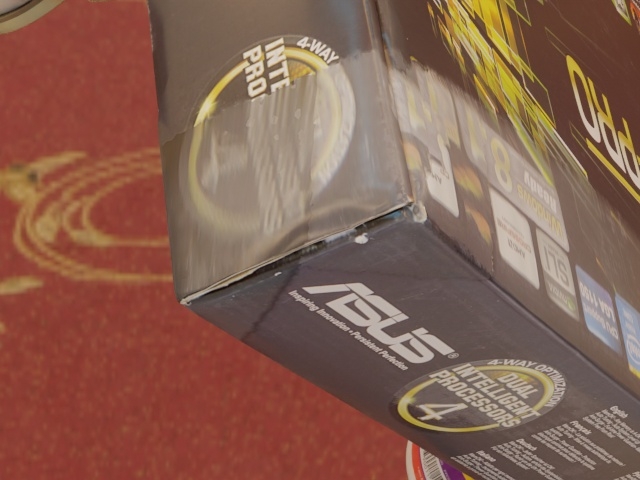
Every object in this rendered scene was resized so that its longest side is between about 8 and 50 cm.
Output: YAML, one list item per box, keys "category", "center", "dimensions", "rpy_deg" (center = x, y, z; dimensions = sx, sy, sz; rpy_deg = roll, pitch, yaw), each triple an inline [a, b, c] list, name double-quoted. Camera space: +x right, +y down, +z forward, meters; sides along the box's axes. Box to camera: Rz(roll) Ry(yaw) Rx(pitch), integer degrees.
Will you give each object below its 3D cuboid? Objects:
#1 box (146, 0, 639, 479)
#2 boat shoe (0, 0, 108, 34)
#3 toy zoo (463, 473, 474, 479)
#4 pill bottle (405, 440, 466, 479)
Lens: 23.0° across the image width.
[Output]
- category: "box"
  center: [0.069, -0.054, 0.678]
  dimensions: [0.097, 0.395, 0.318]
  rpy_deg: [-21, 57, 24]
- category: "boat shoe"
  center: [-0.197, -0.221, 1.093]
  dimensions: [0.302, 0.103, 0.113]
  rpy_deg: [-3, 47, 54]
- category: "toy zoo"
  center: [0.124, 0.061, 1.020]
  dimensions: [0.030, 0.293, 0.192]
  rpy_deg: [-14, 70, -26]
- category: "pill bottle"
  center: [0.237, 0.198, 1.667]
  dimensions: [0.181, 0.323, 0.182]
  rpy_deg: [14, 58, -23]
